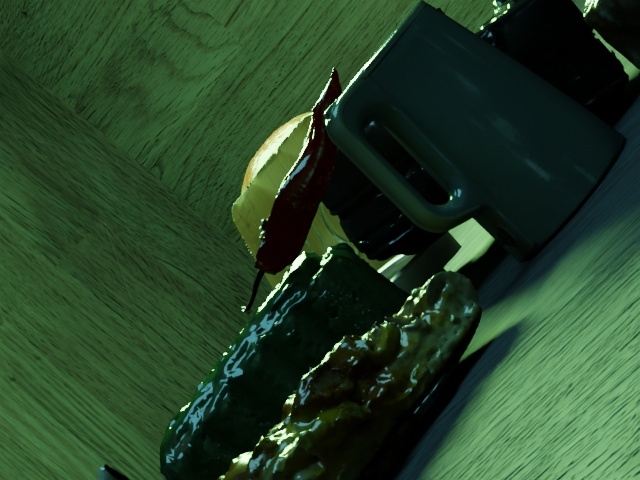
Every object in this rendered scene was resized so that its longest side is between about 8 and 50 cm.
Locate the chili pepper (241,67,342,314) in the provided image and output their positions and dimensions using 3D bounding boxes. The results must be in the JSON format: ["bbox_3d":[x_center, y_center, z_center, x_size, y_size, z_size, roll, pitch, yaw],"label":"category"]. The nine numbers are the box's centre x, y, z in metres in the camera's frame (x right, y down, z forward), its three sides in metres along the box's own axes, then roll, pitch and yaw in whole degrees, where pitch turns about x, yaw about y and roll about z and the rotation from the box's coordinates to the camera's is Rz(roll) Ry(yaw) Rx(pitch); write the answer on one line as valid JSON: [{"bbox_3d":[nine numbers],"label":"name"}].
[{"bbox_3d":[-0.023,-0.041,1.781,0.268,0.050,0.059,-66,-12,14],"label":"chili pepper"}]

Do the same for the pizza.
[{"bbox_3d":[-0.002,0.193,1.623,0.409,0.114,0.278,-52,-4,23],"label":"pizza"}]

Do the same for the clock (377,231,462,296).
[{"bbox_3d":[0.100,0.060,2.128,0.172,0.064,0.198,-39,5,10],"label":"clock"}]

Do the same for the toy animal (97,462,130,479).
[{"bbox_3d":[-0.192,0.329,2.041,0.131,0.181,0.127,-53,3,-32],"label":"toy animal"}]

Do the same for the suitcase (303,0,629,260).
[{"bbox_3d":[0.151,-0.129,1.991,0.345,0.188,0.339,-35,1,0],"label":"suitcase"}]

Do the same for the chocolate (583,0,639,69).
[{"bbox_3d":[0.311,-0.207,1.380,0.214,0.148,0.093,-51,7,51],"label":"chocolate"}]

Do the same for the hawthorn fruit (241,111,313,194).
[{"bbox_3d":[0.017,-0.046,2.776,0.285,0.285,0.369,-51,-2,-10],"label":"hawthorn fruit"}]

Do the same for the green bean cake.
[{"bbox_3d":[-0.027,0.151,1.913,0.300,0.169,0.308,-51,1,1],"label":"green bean cake"}]

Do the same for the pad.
[{"bbox_3d":[0.000,0.000,2.531,0.018,0.286,0.284,-19,-20,-40],"label":"pad"}]

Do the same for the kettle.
[{"bbox_3d":[0.136,-0.095,1.735,0.210,0.243,0.160,-53,3,-26],"label":"kettle"}]
